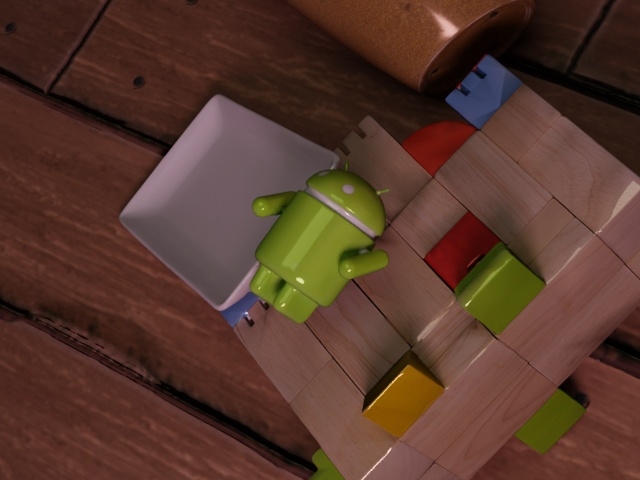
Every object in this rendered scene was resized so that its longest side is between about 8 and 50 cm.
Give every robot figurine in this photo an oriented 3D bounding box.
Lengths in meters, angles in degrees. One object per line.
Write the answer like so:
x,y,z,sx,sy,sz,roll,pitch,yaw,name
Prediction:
0.000,0.000,1.068,0.101,0.067,0.115,35,88,33,robot figurine

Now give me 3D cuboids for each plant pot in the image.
0.055,-0.251,1.257,0.237,0.237,0.254,-36,75,2,plant pot

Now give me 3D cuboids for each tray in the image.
-0.074,-0.033,1.228,0.145,0.030,0.270,-53,28,-2,tray

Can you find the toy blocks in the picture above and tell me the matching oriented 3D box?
0.083,0.015,1.145,0.381,0.191,0.261,-47,46,6,toy blocks
